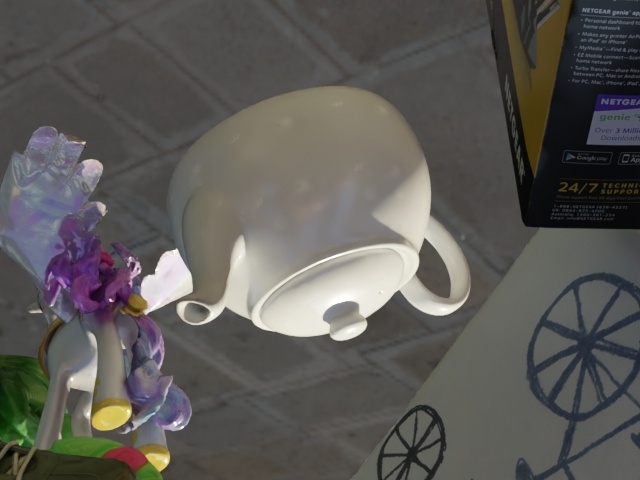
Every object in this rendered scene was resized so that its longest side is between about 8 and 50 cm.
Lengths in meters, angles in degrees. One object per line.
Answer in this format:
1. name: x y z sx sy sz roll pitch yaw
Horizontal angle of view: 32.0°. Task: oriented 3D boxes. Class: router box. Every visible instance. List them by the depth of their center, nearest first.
1. router box: 0.147 -0.196 0.609 0.081 0.308 0.242 1 134 0

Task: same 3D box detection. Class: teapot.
1. teapot: 0.000 0.000 0.984 0.256 0.187 0.252 -22 157 -2

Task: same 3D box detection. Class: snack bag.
1. snack bag: 0.118 0.166 0.590 0.037 0.323 0.342 30 103 -28

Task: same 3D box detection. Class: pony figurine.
1. pony figurine: -0.241 0.080 1.235 0.303 0.363 0.351 18 129 -32

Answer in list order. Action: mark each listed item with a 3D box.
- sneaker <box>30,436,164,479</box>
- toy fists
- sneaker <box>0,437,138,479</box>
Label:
1. sneaker: -0.109 0.365 0.720 0.185 0.482 0.202 -9 147 -16
2. toy fists: -0.390 0.180 1.276 0.096 0.142 0.279 -27 140 20
3. sneaker: -0.193 0.125 0.565 0.192 0.064 0.086 -16 105 8
